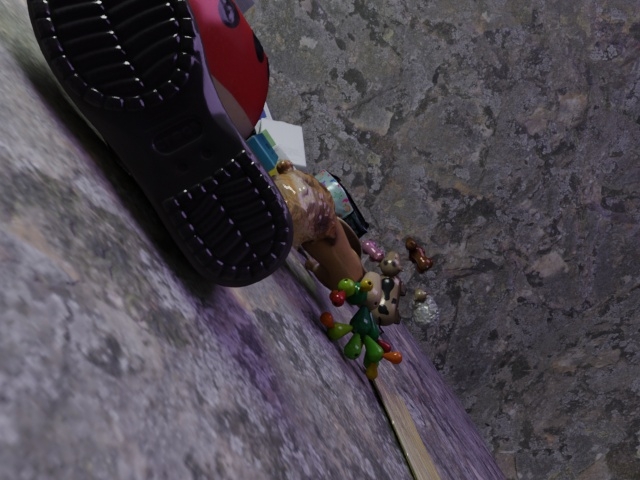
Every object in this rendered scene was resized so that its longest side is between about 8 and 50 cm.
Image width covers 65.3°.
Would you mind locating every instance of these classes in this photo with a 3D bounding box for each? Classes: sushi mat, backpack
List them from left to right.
[{"bbox_3d":[0.033,-0.117,1.772,0.254,0.191,0.225,63,-7,-35],"label":"backpack"},{"bbox_3d":[0.156,0.343,0.834,0.151,0.019,0.317,51,6,-26],"label":"sushi mat"}]

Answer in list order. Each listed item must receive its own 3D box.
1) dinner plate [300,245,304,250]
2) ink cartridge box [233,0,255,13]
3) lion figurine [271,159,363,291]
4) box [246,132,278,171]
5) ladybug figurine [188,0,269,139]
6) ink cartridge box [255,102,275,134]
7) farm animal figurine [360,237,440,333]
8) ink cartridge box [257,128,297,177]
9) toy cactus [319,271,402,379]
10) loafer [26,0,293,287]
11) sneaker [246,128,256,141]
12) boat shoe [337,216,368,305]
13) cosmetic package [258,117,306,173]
[{"bbox_3d":[-0.075,-0.028,1.174,0.141,0.017,0.141,54,6,-8],"label":"dinner plate"},{"bbox_3d":[-0.401,-0.809,1.707,0.131,0.306,0.226,54,5,5],"label":"ink cartridge box"},{"bbox_3d":[0.000,0.000,0.912,0.392,0.142,0.240,44,2,-42],"label":"lion figurine"},{"bbox_3d":[-0.131,-0.134,0.876,0.060,0.100,0.244,54,5,-13],"label":"box"},{"bbox_3d":[-0.195,-0.311,0.799,0.305,0.161,0.449,52,4,-3],"label":"ladybug figurine"},{"bbox_3d":[-0.128,-0.257,1.577,0.330,0.071,0.324,65,3,-60],"label":"ink cartridge box"},{"bbox_3d":[0.192,0.124,1.577,0.172,0.329,0.327,50,34,-65],"label":"farm animal figurine"},{"bbox_3d":[-0.102,-0.129,1.057,0.209,0.108,0.062,55,3,2],"label":"ink cartridge box"},{"bbox_3d":[0.081,0.125,0.869,0.219,0.112,0.181,59,35,-31],"label":"toy cactus"},{"bbox_3d":[-0.160,-0.115,0.485,0.366,0.133,0.130,64,-18,1],"label":"loafer"},{"bbox_3d":[-0.237,-0.319,1.261,0.106,0.078,0.234,59,9,27],"label":"sneaker"},{"bbox_3d":[0.042,0.043,1.291,0.110,0.121,0.341,53,-8,42],"label":"boat shoe"},{"bbox_3d":[-0.105,-0.219,1.269,0.117,0.086,0.231,11,33,-12],"label":"cosmetic package"}]
